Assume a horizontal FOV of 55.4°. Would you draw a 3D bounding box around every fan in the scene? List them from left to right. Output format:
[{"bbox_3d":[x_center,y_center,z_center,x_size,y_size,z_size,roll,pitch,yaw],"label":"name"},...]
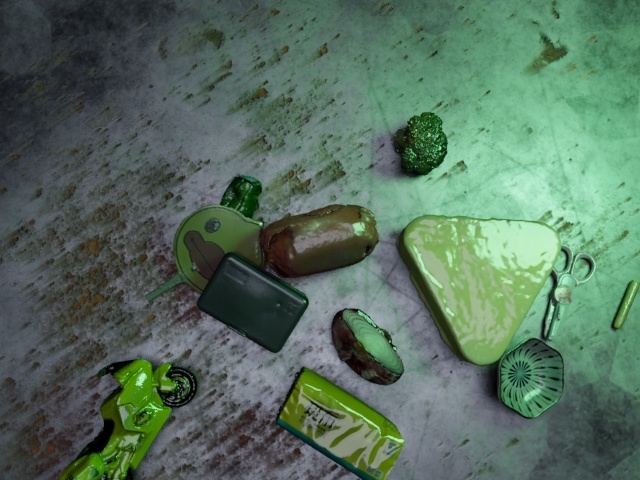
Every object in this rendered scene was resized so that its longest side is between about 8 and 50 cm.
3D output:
[{"bbox_3d":[-0.276,0.053,1.450,0.335,0.011,0.230,-33,99,4],"label":"fan"}]

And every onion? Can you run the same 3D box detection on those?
[{"bbox_3d":[0.102,0.257,1.429,0.098,0.151,0.206,-47,73,25],"label":"onion"}]

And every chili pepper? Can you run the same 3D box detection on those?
[{"bbox_3d":[-0.204,-0.047,1.471,0.098,0.061,0.224,16,100,-4],"label":"chili pepper"}]

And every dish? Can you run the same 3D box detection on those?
[{"bbox_3d":[0.482,0.320,1.443,0.190,0.066,0.191,0,91,-18],"label":"dish"}]

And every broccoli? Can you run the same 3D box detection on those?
[{"bbox_3d":[0.250,-0.240,1.498,0.137,0.145,0.162,28,100,34],"label":"broccoli"}]

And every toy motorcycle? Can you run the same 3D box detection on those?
[{"bbox_3d":[-0.443,0.404,1.356,0.206,0.142,0.342,33,79,4],"label":"toy motorcycle"}]

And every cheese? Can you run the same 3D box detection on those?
[{"bbox_3d":[0.375,0.121,1.457,0.383,0.104,0.384,0,82,-3],"label":"cheese"}]

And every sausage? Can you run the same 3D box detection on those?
[{"bbox_3d":[0.000,0.000,1.431,0.279,0.152,0.152,-14,82,-8],"label":"sausage"},{"bbox_3d":[0.759,0.159,1.511,0.024,0.024,0.132,28,80,1],"label":"sausage"}]

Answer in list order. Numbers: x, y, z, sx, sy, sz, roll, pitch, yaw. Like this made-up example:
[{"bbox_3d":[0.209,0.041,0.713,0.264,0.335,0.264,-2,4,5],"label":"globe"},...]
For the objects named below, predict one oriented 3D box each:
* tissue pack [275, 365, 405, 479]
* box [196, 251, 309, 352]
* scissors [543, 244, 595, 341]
[{"bbox_3d":[0.041,0.406,1.355,0.270,0.192,0.134,31,82,1],"label":"tissue pack"},{"bbox_3d":[-0.158,0.145,1.431,0.230,0.050,0.160,31,95,-3],"label":"box"},{"bbox_3d":[0.599,0.133,1.503,0.118,0.030,0.242,20,77,0],"label":"scissors"}]
